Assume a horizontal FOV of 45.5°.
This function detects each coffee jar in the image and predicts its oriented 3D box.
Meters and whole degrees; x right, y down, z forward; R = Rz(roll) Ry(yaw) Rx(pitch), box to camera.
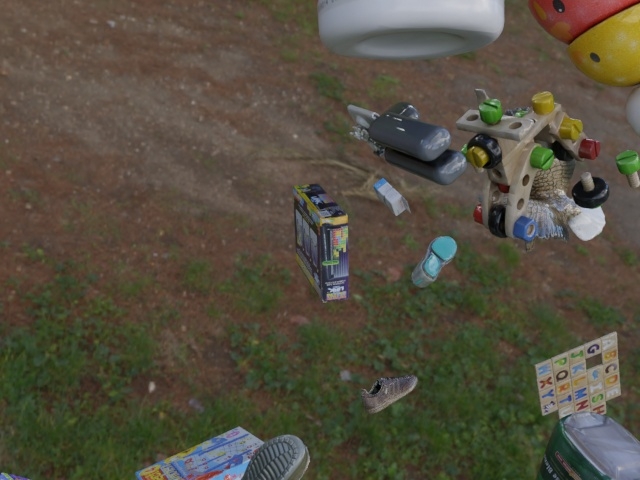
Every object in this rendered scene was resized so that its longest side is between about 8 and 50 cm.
[{"bbox_3d":[0.235,0.258,0.712,0.079,0.185,0.096,-1,31,-27],"label":"coffee jar"}]

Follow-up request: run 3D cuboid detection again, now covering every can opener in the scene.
[{"bbox_3d":[0.107,-0.140,0.974,0.074,0.093,0.280,49,0,-23],"label":"can opener"}]

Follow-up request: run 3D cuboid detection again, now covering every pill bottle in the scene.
[{"bbox_3d":[0.105,-0.442,0.930,0.228,0.408,0.229,-2,3,0],"label":"pill bottle"}]

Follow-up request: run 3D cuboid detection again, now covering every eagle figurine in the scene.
[{"bbox_3d":[0.415,-0.087,1.492,0.226,0.225,0.298,52,0,28],"label":"eagle figurine"}]

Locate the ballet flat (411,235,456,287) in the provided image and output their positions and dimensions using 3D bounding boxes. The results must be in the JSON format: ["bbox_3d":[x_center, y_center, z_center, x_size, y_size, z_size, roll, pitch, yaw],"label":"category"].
[{"bbox_3d":[0.290,0.054,1.994,0.072,0.068,0.213,47,38,0],"label":"ballet flat"}]

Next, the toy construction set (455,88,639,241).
[{"bbox_3d":[0.324,-0.181,1.290,0.257,0.237,0.309,-33,35,2],"label":"toy construction set"}]

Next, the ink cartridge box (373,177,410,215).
[{"bbox_3d":[0.148,-0.085,1.580,0.028,0.048,0.083,-37,53,-6],"label":"ink cartridge box"}]

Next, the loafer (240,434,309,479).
[{"bbox_3d":[-0.094,0.451,1.387,0.087,0.251,0.094,21,25,-39],"label":"loafer"}]

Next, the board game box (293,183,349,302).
[{"bbox_3d":[0.000,0.000,1.228,0.048,0.141,0.170,-8,23,-13],"label":"board game box"}]

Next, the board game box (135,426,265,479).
[{"bbox_3d":[-0.284,0.589,1.906,0.301,0.086,0.308,-20,4,-22],"label":"board game box"}]

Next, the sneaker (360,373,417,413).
[{"bbox_3d":[0.188,0.396,2.067,0.188,0.066,0.071,-27,95,-36],"label":"sneaker"}]

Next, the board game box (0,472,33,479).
[{"bbox_3d":[-0.429,0.564,1.409,0.347,0.078,0.233,21,-15,33],"label":"board game box"}]

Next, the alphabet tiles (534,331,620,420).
[{"bbox_3d":[0.582,0.329,1.717,0.198,0.237,0.009,-22,33,-5],"label":"alphabet tiles"}]

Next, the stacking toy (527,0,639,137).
[{"bbox_3d":[0.493,-0.375,1.236,0.350,0.350,0.480,-17,82,-42],"label":"stacking toy"}]
